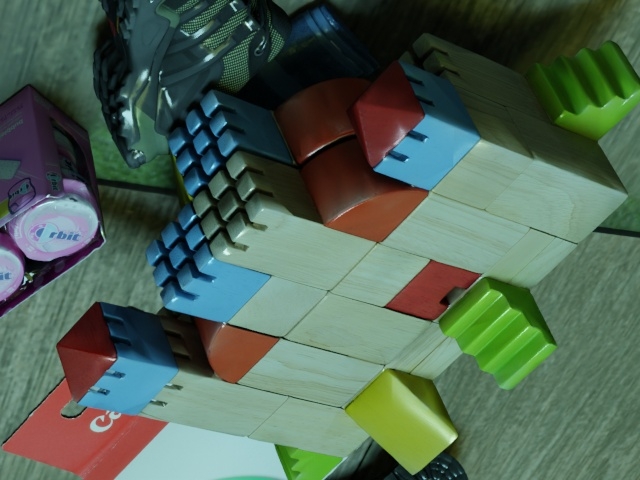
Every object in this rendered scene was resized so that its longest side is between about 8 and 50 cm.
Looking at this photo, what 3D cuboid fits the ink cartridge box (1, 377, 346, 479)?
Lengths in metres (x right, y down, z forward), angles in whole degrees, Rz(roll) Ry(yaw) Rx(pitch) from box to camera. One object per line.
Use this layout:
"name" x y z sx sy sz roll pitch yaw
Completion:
"ink cartridge box" -0.103 0.157 1.427 0.225 0.056 0.181 23 123 -36

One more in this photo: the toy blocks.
"toy blocks" 0.000 0.000 1.174 0.261 0.191 0.381 18 127 -42

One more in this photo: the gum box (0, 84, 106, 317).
"gum box" -0.224 -0.005 1.187 0.188 0.107 0.062 -34 133 16

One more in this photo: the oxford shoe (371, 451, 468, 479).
"oxford shoe" 0.024 0.254 1.523 0.227 0.083 0.096 -30 175 0

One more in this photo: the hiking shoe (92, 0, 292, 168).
"hiking shoe" -0.075 -0.149 1.119 0.114 0.086 0.227 -12 138 -23

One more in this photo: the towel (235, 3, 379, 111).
"towel" -0.026 -0.101 1.210 0.119 0.029 0.067 -34 133 17
